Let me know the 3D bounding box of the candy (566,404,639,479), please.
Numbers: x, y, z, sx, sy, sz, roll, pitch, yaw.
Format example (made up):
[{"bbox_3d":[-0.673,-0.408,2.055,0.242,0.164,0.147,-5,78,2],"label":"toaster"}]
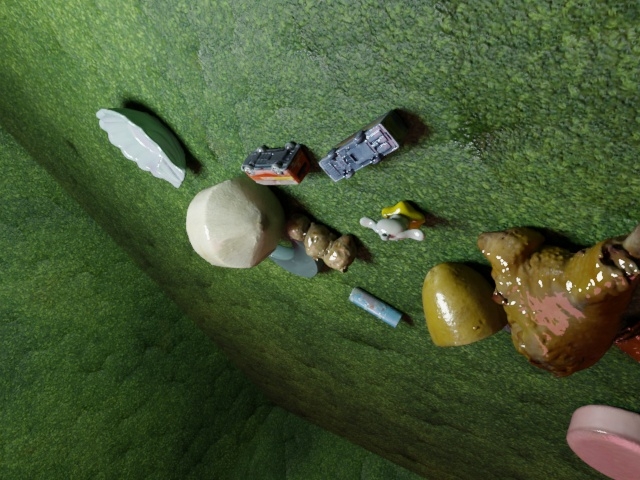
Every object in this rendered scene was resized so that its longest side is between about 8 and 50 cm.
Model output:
[{"bbox_3d":[0.730,0.492,1.113,0.255,0.094,0.255,28,150,18],"label":"candy"}]

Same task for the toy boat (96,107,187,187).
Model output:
[{"bbox_3d":[-0.489,-0.279,1.328,0.290,0.100,0.199,43,152,-9],"label":"toy boat"}]

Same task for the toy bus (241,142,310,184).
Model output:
[{"bbox_3d":[-0.104,-0.172,1.086,0.174,0.079,0.077,5,148,45],"label":"toy bus"}]

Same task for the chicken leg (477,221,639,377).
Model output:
[{"bbox_3d":[0.405,0.056,0.785,0.295,0.182,0.410,45,151,20],"label":"chicken leg"}]

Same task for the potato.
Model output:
[{"bbox_3d":[0.289,0.120,0.992,0.178,0.203,0.158,-25,92,31],"label":"potato"}]

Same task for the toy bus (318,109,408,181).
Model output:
[{"bbox_3d":[0.076,-0.174,0.876,0.064,0.075,0.190,44,150,-17],"label":"toy bus"}]

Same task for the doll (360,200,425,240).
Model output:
[{"bbox_3d":[0.161,-0.033,0.955,0.135,0.113,0.072,36,139,48],"label":"doll"}]

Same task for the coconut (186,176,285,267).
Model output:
[{"bbox_3d":[-0.218,-0.045,1.234,0.265,0.237,0.237,-7,129,51],"label":"coconut"}]

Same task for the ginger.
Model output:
[{"bbox_3d":[0.000,0.000,1.217,0.204,0.080,0.105,28,112,15],"label":"ginger"}]

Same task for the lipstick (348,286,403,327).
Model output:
[{"bbox_3d":[0.159,0.191,1.355,0.157,0.048,0.048,30,151,14],"label":"lipstick"}]

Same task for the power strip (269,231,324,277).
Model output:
[{"bbox_3d":[-0.062,0.035,1.365,0.167,0.054,0.253,40,152,-12],"label":"power strip"}]

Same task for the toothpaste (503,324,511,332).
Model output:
[{"bbox_3d":[0.442,0.193,1.055,0.216,0.037,0.062,13,144,44],"label":"toothpaste"}]

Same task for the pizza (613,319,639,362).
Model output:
[{"bbox_3d":[0.626,0.185,0.815,0.197,0.058,0.292,4,136,47],"label":"pizza"}]
